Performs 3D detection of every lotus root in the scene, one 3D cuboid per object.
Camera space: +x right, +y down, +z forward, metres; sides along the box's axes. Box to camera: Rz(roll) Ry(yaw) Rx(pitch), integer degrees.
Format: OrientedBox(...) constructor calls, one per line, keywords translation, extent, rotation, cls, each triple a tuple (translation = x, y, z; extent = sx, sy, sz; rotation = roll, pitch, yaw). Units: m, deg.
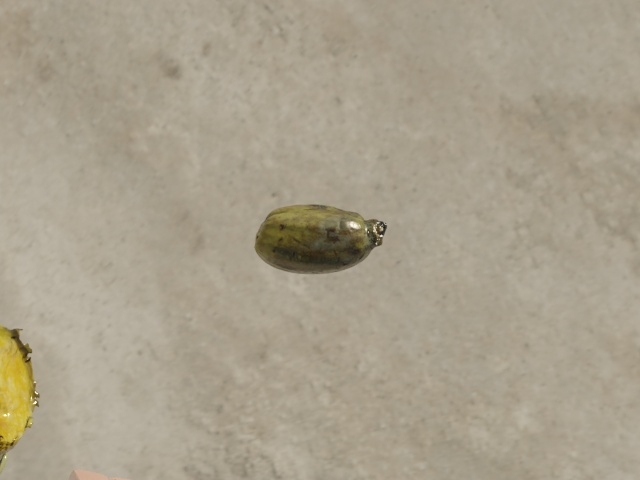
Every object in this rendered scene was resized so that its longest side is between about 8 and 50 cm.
OrientedBox(translation=(0.000, 0.000, 0.952), extent=(0.099, 0.054, 0.049), rotation=(-2, 107, 5), cls="lotus root")

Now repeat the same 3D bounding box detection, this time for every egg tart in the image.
OrientedBox(translation=(-0.365, 0.158, 1.359), extent=(0.212, 0.090, 0.213), rotation=(-8, 90, -71), cls="egg tart")

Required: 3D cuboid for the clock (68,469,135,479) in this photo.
OrientedBox(translation=(-0.201, 0.394, 1.447), extent=(0.227, 0.142, 0.241), rotation=(14, 87, -18), cls="clock")
